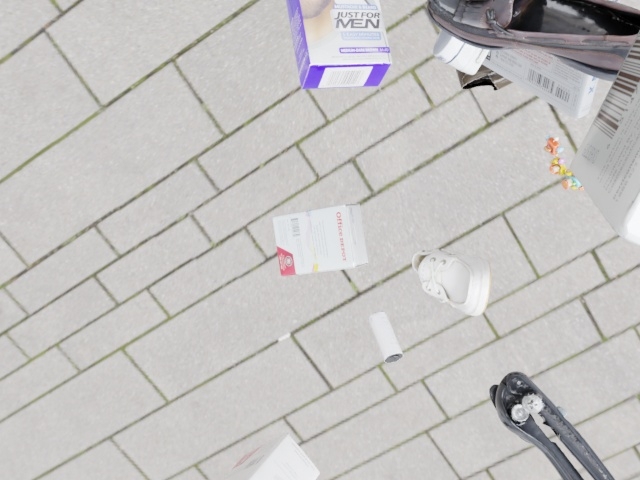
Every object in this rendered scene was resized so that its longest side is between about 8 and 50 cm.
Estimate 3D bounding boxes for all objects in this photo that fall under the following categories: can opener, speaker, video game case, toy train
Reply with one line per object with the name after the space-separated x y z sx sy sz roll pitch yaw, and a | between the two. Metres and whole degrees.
0.255 0.217 0.670 0.059 0.073 0.186 -45 68 4 | can opener
0.177 0.263 1.728 0.055 0.136 0.055 -14 145 -10 | speaker
0.362 -0.413 1.099 0.036 0.329 0.300 -25 138 -20 | video game case
0.662 -0.204 1.741 0.046 0.166 0.125 -32 153 0 | toy train

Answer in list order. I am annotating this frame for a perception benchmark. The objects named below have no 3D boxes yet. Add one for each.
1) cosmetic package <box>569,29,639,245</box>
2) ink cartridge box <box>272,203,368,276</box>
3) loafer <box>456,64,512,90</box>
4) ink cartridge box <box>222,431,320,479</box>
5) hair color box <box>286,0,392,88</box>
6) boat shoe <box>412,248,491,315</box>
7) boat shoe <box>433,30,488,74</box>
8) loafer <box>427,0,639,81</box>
0.259 -0.055 0.330 0.183 0.151 0.151 21 112 5 | cosmetic package
0.000 0.000 1.300 0.175 0.072 0.128 -8 90 28 | ink cartridge box
0.431 -0.389 1.502 0.220 0.080 0.078 0 75 26 | loafer
-0.123 0.424 0.997 0.092 0.218 0.158 50 133 2 | ink cartridge box
0.028 -0.509 1.396 0.185 0.110 0.339 -6 73 -15 | hair color box
0.214 0.064 1.092 0.096 0.277 0.098 12 93 -5 | boat shoe
0.271 -0.376 0.959 0.084 0.095 0.258 26 114 -17 | boat shoe
0.272 -0.291 0.800 0.302 0.095 0.109 25 89 21 | loafer
